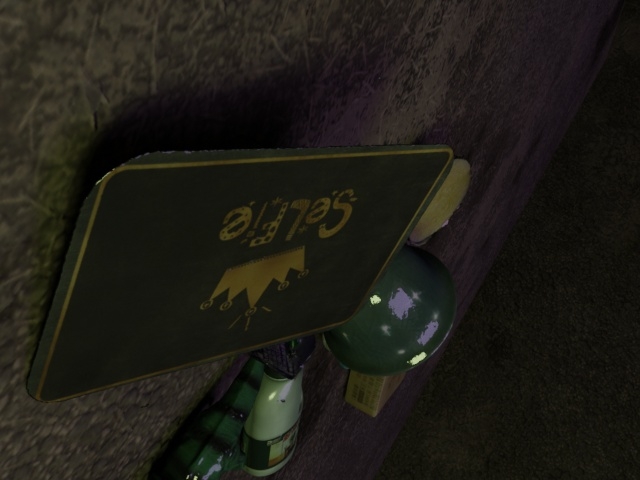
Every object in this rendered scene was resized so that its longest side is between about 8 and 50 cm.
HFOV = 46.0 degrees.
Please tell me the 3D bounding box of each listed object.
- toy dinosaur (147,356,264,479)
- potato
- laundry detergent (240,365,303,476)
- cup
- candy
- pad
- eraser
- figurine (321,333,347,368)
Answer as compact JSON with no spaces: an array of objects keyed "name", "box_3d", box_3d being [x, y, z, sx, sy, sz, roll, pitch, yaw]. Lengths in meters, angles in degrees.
[{"name":"toy dinosaur","box_3d":[-0.123,0.238,0.850,0.292,0.079,0.120,-55,161,-33]},{"name":"potato","box_3d":[0.161,-0.080,1.173,0.164,0.081,0.200,-57,159,6]},{"name":"laundry detergent","box_3d":[-0.061,0.211,0.988,0.099,0.070,0.225,-35,146,-39]},{"name":"cup","box_3d":[0.065,0.060,0.990,0.199,0.199,0.150,-58,143,-15]},{"name":"candy","box_3d":[-0.051,0.029,0.738,0.061,0.088,0.312,-50,157,-30]},{"name":"pad","box_3d":[-0.017,0.013,0.598,0.375,0.063,0.315,-10,137,-44]},{"name":"eraser","box_3d":[0.128,0.176,1.420,0.144,0.078,0.343,-45,153,-43]},{"name":"figurine","box_3d":[0.046,0.129,1.138,0.114,0.079,0.114,-158,-90,-83]}]
